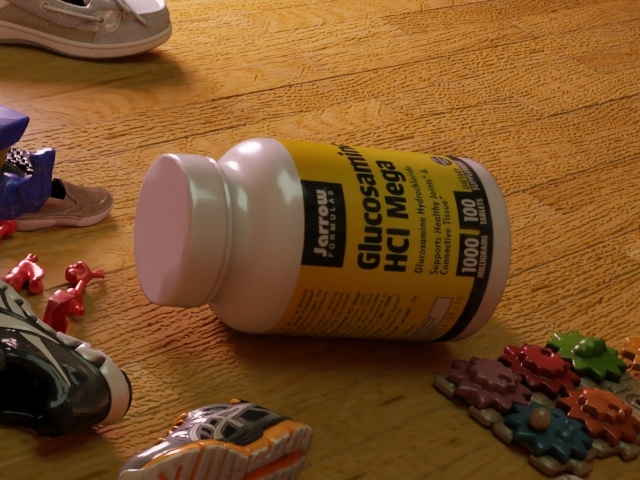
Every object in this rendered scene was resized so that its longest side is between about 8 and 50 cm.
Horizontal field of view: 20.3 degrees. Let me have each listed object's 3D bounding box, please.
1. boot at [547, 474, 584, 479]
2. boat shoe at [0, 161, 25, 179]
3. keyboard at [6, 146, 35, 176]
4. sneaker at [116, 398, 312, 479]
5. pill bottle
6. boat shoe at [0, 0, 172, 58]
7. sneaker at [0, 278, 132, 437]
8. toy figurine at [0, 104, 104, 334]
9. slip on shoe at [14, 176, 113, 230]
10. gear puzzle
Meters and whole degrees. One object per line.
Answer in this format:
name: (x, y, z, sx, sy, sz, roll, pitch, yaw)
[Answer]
boot: (0.142, 0.250, 1.438, 0.123, 0.095, 0.258, 27, 28, 1)
boat shoe: (-0.350, -0.075, 1.777, 0.125, 0.038, 0.046, 20, 62, -17)
keyboard: (-0.376, -0.087, 1.830, 0.180, 0.023, 0.108, 13, 27, -10)
sneaker: (-0.098, 0.177, 1.449, 0.083, 0.084, 0.215, 30, 19, 28)
pill bottle: (0.000, 0.000, 1.721, 0.333, 0.188, 0.188, 3, 30, -28)
boat shoe: (-0.324, -0.294, 2.166, 0.320, 0.103, 0.118, 5, 29, -25)
sneaker: (-0.275, 0.092, 1.489, 0.234, 0.078, 0.106, 30, 26, 17)
toy figurine: (-0.349, -0.088, 1.630, 0.362, 0.217, 0.191, 25, 27, 11)
slip on shoe: (-0.260, -0.042, 1.796, 0.135, 0.041, 0.051, -9, 37, -43)
gear puzzle: (0.282, 0.142, 1.796, 0.339, 0.044, 0.175, -11, 39, -45)
